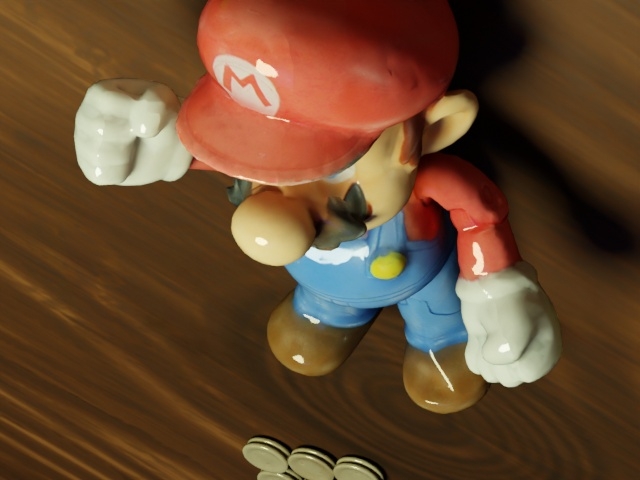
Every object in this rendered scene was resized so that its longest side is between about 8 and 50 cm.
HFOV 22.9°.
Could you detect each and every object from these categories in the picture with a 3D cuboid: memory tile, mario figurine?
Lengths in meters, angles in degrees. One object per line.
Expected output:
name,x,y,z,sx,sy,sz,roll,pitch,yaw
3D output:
memory tile,0.008,0.199,1.201,0.113,0.012,0.148,8,143,24
mario figurine,0.000,0.000,0.776,0.198,0.170,0.320,-18,147,2
